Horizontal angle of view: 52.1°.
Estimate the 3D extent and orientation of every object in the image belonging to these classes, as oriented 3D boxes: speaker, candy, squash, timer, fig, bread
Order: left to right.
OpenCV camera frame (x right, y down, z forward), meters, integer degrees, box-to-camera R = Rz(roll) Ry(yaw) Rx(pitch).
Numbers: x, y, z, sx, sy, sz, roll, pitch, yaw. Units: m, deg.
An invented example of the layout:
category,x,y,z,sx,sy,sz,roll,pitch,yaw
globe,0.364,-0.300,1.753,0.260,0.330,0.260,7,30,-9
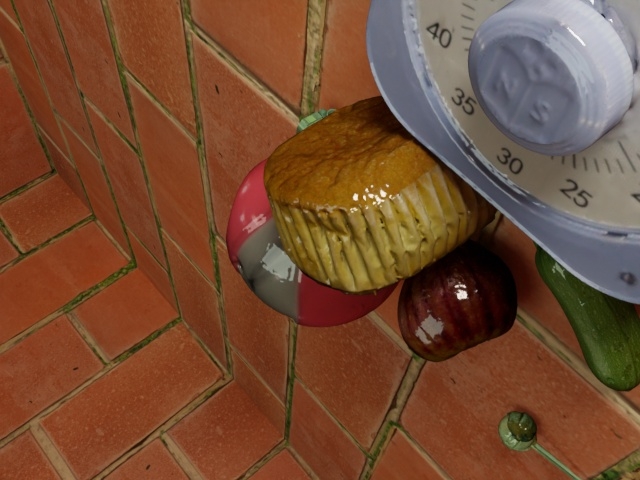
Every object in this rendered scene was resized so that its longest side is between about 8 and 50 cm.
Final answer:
category,x,y,z,sx,sy,sz,roll,pitch,yaw
speaker,0.000,0.000,1.037,0.294,0.294,0.294,41,152,27
bread,0.069,-0.066,0.735,0.227,0.253,0.142,26,147,52
fig,0.179,0.059,0.841,0.149,0.148,0.202,9,102,13
candy,0.359,0.336,0.988,0.202,0.061,0.061,38,152,16
squash,0.298,0.070,0.715,0.219,0.068,0.077,59,160,-7
timer,0.204,-0.156,0.474,0.395,0.173,0.395,42,153,27

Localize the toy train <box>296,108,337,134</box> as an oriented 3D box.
category,x,y,z,sx,sy,sz,roll,pitch,yaw
toy train,0.035,-0.129,0.930,0.148,0.071,0.038,46,154,18
